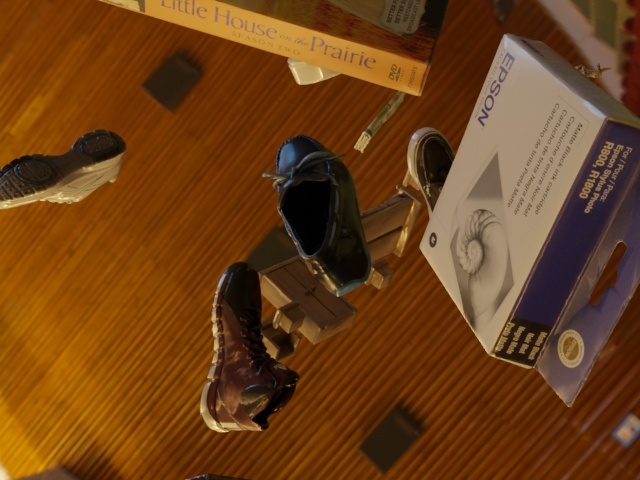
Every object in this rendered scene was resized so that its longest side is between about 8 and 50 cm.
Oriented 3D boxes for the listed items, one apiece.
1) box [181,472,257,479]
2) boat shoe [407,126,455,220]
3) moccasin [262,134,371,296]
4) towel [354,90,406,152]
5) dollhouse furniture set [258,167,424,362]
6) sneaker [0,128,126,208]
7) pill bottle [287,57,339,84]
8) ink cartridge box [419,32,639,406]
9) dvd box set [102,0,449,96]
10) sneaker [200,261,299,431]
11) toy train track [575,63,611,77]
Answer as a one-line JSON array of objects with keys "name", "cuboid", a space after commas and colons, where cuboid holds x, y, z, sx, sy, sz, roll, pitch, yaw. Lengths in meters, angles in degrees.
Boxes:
[{"name": "box", "cuboid": [-0.125, 0.397, 1.198, 0.203, 0.168, 0.167, 24, -129, -46]}, {"name": "boat shoe", "cuboid": [0.200, -0.069, 1.525, 0.076, 0.080, 0.229, 38, 146, 59]}, {"name": "moccasin", "cuboid": [-0.005, -0.069, 1.506, 0.117, 0.137, 0.342, 42, -166, -41]}, {"name": "towel", "cuboid": [0.130, -0.251, 1.964, 0.023, 0.152, 0.113, 40, 167, 0]}, {"name": "dollhouse furniture set", "cuboid": [0.000, 0.000, 1.716, 0.303, 0.356, 0.174, -24, -125, -41]}, {"name": "sneaker", "cuboid": [-0.536, -0.121, 1.993, 0.111, 0.297, 0.129, 52, 151, 30]}, {"name": "pill bottle", "cuboid": [-0.047, -0.538, 1.958, 0.229, 0.229, 0.408, -120, 6, -69]}, {"name": "ink cartridge box", "cuboid": [0.171, -0.021, 0.771, 0.045, 0.223, 0.224, 5, -150, -25]}, {"name": "dvd box set", "cuboid": [-0.042, -0.357, 1.162, 0.420, 0.308, 0.062, 18, 146, 2]}, {"name": "sneaker", "cuboid": [-0.095, 0.176, 1.560, 0.162, 0.282, 0.106, 1, 171, 38]}, {"name": "toy train track", "cuboid": [0.354, -0.228, 1.277, 0.083, 0.048, 0.014, -100, -10, -74]}]
